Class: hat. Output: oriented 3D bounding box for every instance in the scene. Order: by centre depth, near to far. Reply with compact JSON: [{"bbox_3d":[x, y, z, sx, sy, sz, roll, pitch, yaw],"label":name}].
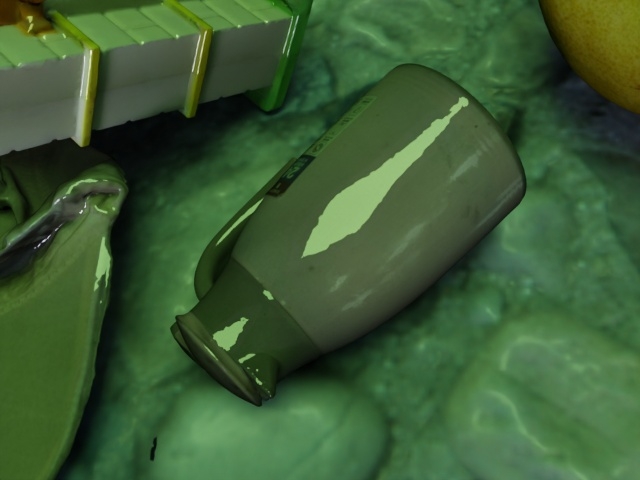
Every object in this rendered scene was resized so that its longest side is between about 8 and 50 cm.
[{"bbox_3d":[-0.226,0.029,0.437,0.214,0.149,0.245,10,97,-8],"label":"hat"}]

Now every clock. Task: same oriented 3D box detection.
[{"bbox_3d":[-0.169,-0.151,0.443,0.220,0.106,0.255,40,41,23],"label":"clock"}]

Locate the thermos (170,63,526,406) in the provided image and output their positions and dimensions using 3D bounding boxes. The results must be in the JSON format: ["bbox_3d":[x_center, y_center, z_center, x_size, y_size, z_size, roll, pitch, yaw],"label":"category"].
[{"bbox_3d":[0.000,0.000,0.422,0.193,0.105,0.137,-44,40,-10],"label":"thermos"}]

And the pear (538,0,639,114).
[{"bbox_3d":[0.232,-0.171,0.431,0.208,0.209,0.209,-2,61,4],"label":"pear"}]
